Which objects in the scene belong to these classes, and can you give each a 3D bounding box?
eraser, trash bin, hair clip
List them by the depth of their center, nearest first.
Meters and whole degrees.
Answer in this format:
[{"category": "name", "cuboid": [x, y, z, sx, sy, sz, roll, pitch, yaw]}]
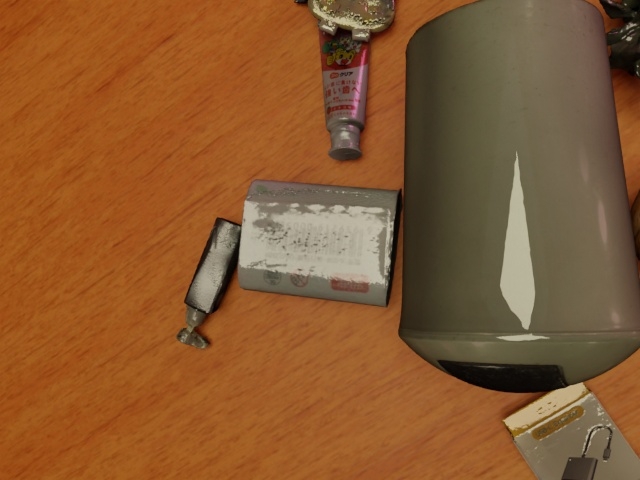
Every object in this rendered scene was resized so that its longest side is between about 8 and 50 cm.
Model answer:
[{"category": "trash bin", "cuboid": [0.231, -0.037, 0.691, 0.280, 0.280, 0.433, -3, 83, 14]}, {"category": "eraser", "cuboid": [0.000, 0.000, 0.842, 0.226, 0.081, 0.174, 6, 84, 15]}, {"category": "hair clip", "cuboid": [0.039, -0.380, 0.864, 0.186, 0.056, 0.146, 14, 83, 17]}]

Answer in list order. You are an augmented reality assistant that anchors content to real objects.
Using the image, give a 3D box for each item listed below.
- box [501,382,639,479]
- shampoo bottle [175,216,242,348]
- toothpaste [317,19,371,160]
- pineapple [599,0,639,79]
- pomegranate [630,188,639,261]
[{"category": "box", "cuboid": [0.366, 0.316, 0.756, 0.129, 0.033, 0.247, -34, 79, 10]}, {"category": "shampoo bottle", "cuboid": [-0.172, 0.068, 0.892, 0.063, 0.057, 0.208, 23, 94, 6]}, {"category": "toothpaste", "cuboid": [0.038, -0.241, 0.866, 0.089, 0.057, 0.235, -3, 75, 13]}, {"category": "pineapple", "cuboid": [0.454, -0.338, 0.723, 0.169, 0.169, 0.341, 16, 96, 14]}, {"category": "pomegranate", "cuboid": [0.485, -0.019, 0.658, 0.215, 0.215, 0.216, -1, 86, 14]}]
